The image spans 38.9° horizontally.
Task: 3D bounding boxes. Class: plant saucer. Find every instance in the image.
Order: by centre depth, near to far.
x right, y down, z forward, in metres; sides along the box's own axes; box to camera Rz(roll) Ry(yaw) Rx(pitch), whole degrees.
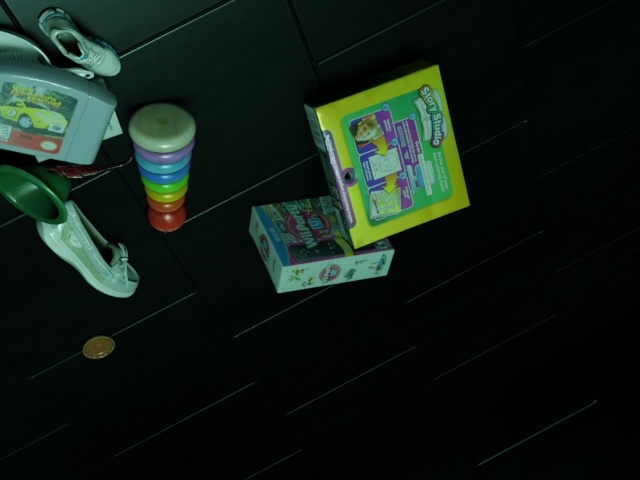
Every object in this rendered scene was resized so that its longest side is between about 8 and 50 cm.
[{"bbox_3d":[-0.585,0.279,2.385,0.083,0.013,0.083,-17,139,-15],"label":"plant saucer"}]

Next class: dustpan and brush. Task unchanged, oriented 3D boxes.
[{"bbox_3d":[-0.545,-0.332,1.736,0.211,0.060,0.147,-4,133,-22],"label":"dustpan and brush"}]

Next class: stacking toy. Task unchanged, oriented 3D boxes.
[{"bbox_3d":[-0.345,-0.140,2.013,0.141,0.141,0.330,-14,141,-18],"label":"stacking toy"}]

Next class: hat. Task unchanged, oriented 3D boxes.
[{"bbox_3d":[-0.565,-0.151,1.944,0.208,0.183,0.173,39,148,-18],"label":"hat"}]

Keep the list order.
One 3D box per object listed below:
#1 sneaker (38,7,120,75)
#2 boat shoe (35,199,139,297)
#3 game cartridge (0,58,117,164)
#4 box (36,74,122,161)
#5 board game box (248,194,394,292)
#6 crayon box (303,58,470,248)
[{"bbox_3d":[-0.459,-0.364,1.750,0.071,0.083,0.191,-43,139,13],"label":"sneaker"},{"bbox_3d":[-0.515,0.023,2.089,0.103,0.118,0.320,-32,133,9],"label":"boat shoe"},{"bbox_3d":[-0.557,-0.252,1.754,0.294,0.060,0.196,10,132,-26],"label":"game cartridge"},{"bbox_3d":[-0.518,-0.252,1.863,0.186,0.038,0.145,-21,139,-11],"label":"box"},{"bbox_3d":[0.000,0.000,2.279,0.303,0.224,0.097,-10,138,-22],"label":"board game box"},{"bbox_3d":[0.162,-0.205,2.151,0.313,0.106,0.363,-21,113,-11],"label":"crayon box"}]
